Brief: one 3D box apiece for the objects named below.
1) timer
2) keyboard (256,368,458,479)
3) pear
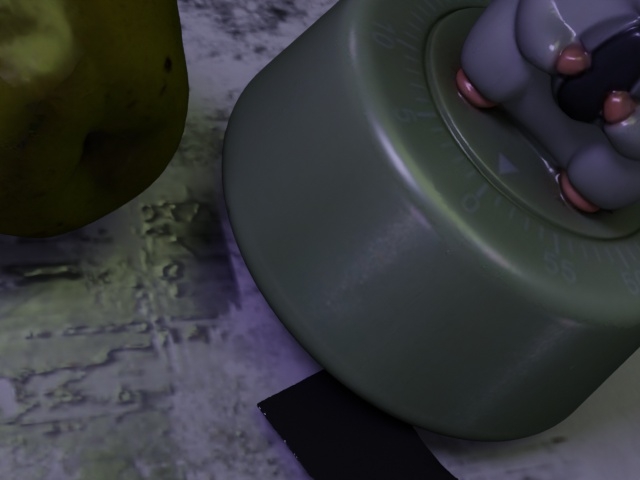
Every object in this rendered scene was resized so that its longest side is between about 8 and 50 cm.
[{"bbox_3d":[0.138,-0.081,0.555,0.290,0.315,0.291,19,50,-24],"label":"timer"},{"bbox_3d":[0.048,0.148,0.547,0.074,0.015,0.196,-23,58,-34],"label":"keyboard"},{"bbox_3d":[-0.166,-0.098,0.526,0.198,0.198,0.198,13,53,-18],"label":"pear"}]
